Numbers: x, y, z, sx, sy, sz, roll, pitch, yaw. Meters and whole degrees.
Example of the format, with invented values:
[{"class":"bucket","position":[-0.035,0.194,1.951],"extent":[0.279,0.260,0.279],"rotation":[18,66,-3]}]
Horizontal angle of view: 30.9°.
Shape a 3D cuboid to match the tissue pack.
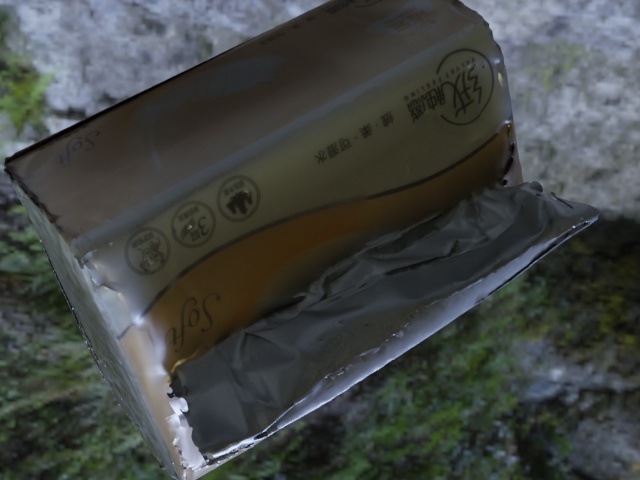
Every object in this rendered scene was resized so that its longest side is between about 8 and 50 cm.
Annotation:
[{"class":"tissue pack","position":[0.000,0.000,0.740],"extent":[0.238,0.305,0.239],"rotation":[49,-23,28]}]
